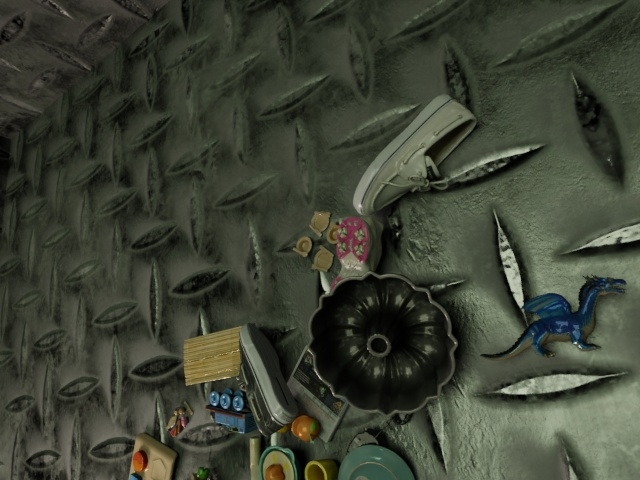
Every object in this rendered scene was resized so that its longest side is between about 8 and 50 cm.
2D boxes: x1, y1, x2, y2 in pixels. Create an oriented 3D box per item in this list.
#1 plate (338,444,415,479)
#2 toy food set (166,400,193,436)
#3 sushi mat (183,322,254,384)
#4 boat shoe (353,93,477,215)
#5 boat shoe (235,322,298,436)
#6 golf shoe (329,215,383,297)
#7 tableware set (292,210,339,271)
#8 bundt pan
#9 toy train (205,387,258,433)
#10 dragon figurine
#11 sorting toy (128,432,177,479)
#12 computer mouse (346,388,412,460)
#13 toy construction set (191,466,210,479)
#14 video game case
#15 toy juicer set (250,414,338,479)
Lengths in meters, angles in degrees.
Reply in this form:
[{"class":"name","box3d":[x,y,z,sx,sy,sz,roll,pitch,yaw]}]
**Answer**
[{"class":"plate","box3d":[0.126,0.567,1.053,0.188,0.024,0.188,0,90,21]},{"class":"toy food set","box3d":[-0.464,0.591,1.503,0.078,0.019,0.122,39,101,36]},{"class":"sushi mat","box3d":[-0.325,0.364,1.463,0.316,0.019,0.152,-19,69,31]},{"class":"boat shoe","box3d":[0.247,-0.178,1.142,0.367,0.136,0.156,-46,59,5]},{"class":"boat shoe","box3d":[-0.176,0.370,1.257,0.119,0.121,0.335,-42,42,8]},{"class":"golf shoe","box3d":[0.105,0.084,1.183,0.115,0.140,0.306,20,113,32]},{"class":"tableware set","box3d":[0.000,0.000,1.328,0.141,0.020,0.169,32,97,37]},{"class":"bundt pan","box3d":[0.144,0.217,1.051,0.330,0.124,0.331,3,100,17]},{"class":"toy train","box3d":[-0.258,0.497,1.347,0.184,0.080,0.105,-4,81,34]},{"class":"dragon figurine","box3d":[0.458,0.156,0.920,0.289,0.085,0.144,-20,67,29]},{"class":"sorting toy","box3d":[-0.531,0.786,1.486,0.307,0.041,0.229,7,82,37]},{"class":"computer mouse","box3d":[0.146,0.454,1.100,0.071,0.041,0.242,42,96,26]},{"class":"toy construction set","box3d":[-0.420,0.747,1.270,0.257,0.309,0.237,18,77,10]},{"class":"video game case","box3d":[-0.007,0.403,1.227,0.190,0.022,0.173,30,96,38]},{"class":"toy juicer set","box3d":[-0.118,0.570,1.207,0.329,0.089,0.209,-34,64,30]}]
